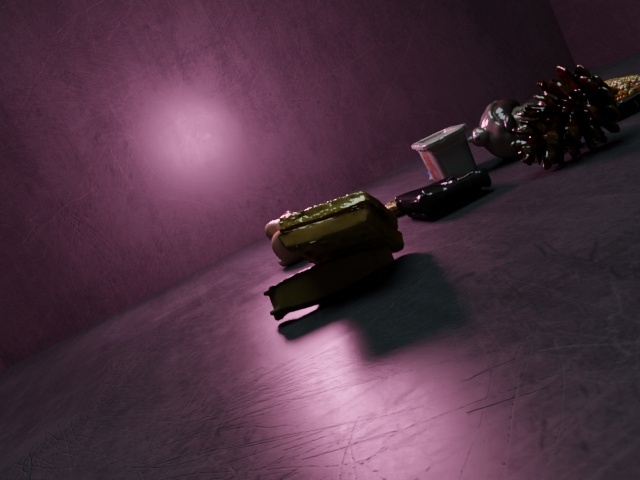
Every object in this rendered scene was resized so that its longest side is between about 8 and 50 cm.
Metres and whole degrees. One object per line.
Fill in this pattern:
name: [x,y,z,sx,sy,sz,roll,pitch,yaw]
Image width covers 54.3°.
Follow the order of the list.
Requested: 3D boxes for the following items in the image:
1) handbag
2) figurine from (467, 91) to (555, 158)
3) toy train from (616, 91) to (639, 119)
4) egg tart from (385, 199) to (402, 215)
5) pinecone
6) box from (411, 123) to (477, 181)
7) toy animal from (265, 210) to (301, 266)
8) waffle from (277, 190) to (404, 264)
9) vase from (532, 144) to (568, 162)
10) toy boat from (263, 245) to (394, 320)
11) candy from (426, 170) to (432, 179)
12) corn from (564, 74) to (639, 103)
handbag: [0.368,-0.141,1.889,0.244,0.088,0.275,-25,4,-8]
figurine: [0.707,-0.391,2.114,0.380,0.203,0.248,-5,26,37]
toy train: [1.004,-0.439,1.920,0.252,0.055,0.048,-26,-2,0]
egg tart: [0.281,-0.122,2.161,0.130,0.052,0.130,-27,6,3]
pinecone: [0.649,-0.328,1.668,0.309,0.244,0.244,-41,6,7]
box: [0.470,-0.312,2.320,0.175,0.182,0.312,-26,7,4]
toy animal: [-0.115,-0.012,2.265,0.171,0.171,0.198,-25,20,10]
waffle: [0.058,-0.018,1.460,0.224,0.098,0.327,-20,-18,17]
vase: [0.686,-0.303,1.863,0.183,0.120,0.120,-37,-2,42]
toy boat: [0.020,0.093,1.460,0.321,0.089,0.121,-24,-9,6]
candy: [0.487,-0.275,2.579,0.088,0.038,0.136,-11,17,8]
corn: [0.967,-0.487,2.139,0.119,0.119,0.322,-31,14,-31]
